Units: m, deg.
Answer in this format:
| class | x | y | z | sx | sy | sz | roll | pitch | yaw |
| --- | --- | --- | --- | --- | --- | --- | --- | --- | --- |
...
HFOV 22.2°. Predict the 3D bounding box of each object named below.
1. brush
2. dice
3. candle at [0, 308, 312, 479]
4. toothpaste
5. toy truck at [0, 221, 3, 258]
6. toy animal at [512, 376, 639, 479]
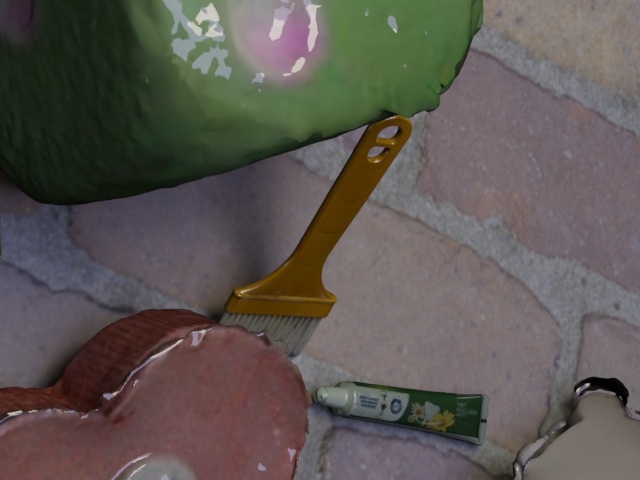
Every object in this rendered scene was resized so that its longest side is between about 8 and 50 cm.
| class | x | y | z | sx | sy | sz | roll | pitch | yaw |
| --- | --- | --- | --- | --- | --- | --- | --- | --- | --- |
| brush | 0.000 | 0.000 | 1.315 | 0.103 | 0.272 | 0.013 | 4 | 43 | -36 |
| dice | -0.091 | -0.216 | 1.195 | 0.330 | 0.322 | 0.318 | -21 | 99 | -35 |
| candle | -0.151 | 0.209 | 1.240 | 0.317 | 0.131 | 0.287 | -30 | 111 | -25 |
| toothpaste | 0.077 | 0.152 | 1.469 | 0.204 | 0.031 | 0.049 | 12 | 80 | -37 |
| toy truck | -0.326 | -0.009 | 1.131 | 0.227 | 0.114 | 0.098 | 12 | 57 | -36 |
| toy animal | 0.291 | 0.340 | 1.538 | 0.258 | 0.194 | 0.357 | -52 | 135 | -54 |
